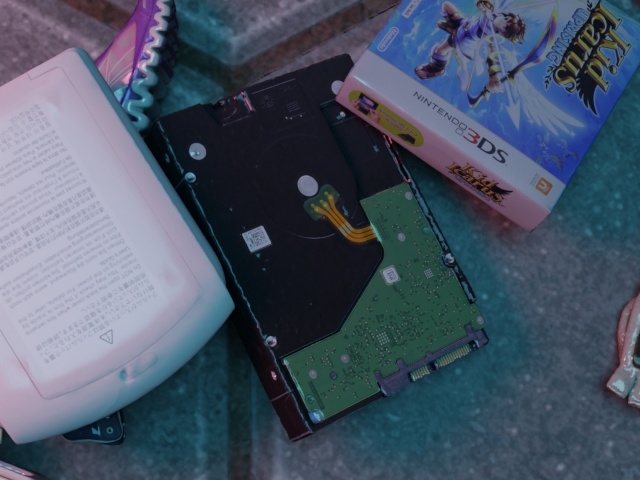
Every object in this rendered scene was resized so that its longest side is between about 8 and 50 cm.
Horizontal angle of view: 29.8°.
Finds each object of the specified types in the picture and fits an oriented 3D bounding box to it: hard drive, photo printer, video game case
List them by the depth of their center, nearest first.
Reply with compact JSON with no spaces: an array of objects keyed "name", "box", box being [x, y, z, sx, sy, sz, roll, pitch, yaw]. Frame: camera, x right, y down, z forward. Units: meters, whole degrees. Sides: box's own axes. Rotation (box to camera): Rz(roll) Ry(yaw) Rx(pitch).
[{"name":"photo printer","box":[-0.245,0.013,1.101,0.256,0.107,0.307,-33,87,-13]},{"name":"hard drive","box":[0.000,0.000,1.206,0.237,0.064,0.339,-24,82,-27]},{"name":"video game case","box":[0.188,-0.182,1.254,0.244,0.061,0.269,35,64,0]}]

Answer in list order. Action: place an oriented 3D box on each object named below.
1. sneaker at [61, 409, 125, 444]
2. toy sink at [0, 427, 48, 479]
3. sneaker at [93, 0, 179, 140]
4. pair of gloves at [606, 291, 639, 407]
[{"name":"sneaker","box":[-0.189,0.111,1.193,0.226,0.086,0.163,-19,87,-12]},{"name":"toy sink","box":[-0.332,0.258,1.121,0.131,0.153,0.234,22,78,-1]},{"name":"sneaker","box":[-0.213,-0.159,1.237,0.104,0.095,0.236,13,80,5]},{"name":"pair of gloves","box":[0.434,0.116,1.265,0.240,0.042,0.204,25,79,-1]}]
